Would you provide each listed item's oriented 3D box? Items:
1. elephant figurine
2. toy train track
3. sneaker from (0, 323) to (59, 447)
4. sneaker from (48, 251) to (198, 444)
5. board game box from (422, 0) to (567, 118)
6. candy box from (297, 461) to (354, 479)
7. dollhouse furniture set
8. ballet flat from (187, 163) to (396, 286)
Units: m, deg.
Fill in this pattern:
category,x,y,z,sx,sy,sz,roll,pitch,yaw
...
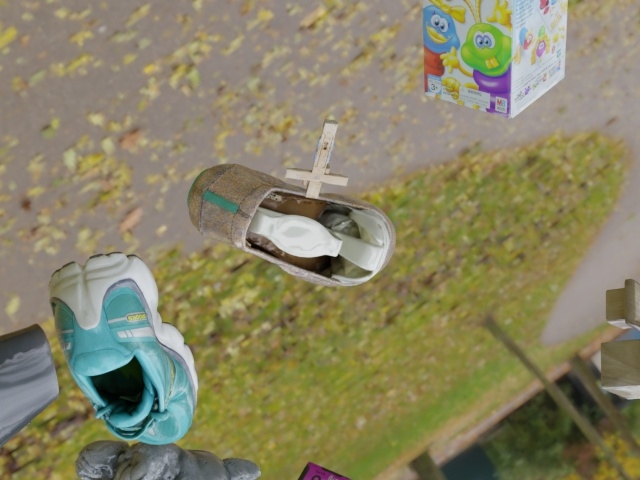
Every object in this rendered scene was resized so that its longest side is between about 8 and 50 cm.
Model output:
category,x,y,z,sx,sy,sz,roll,pitch,yaw
elephant figurine,-0.174,0.325,1.119,0.186,0.239,0.169,-9,155,16
toy train track,0.001,-0.064,0.869,0.048,0.014,0.083,8,141,-7
sneaker,-0.268,0.153,0.876,0.118,0.083,0.222,-19,153,-35
sneaker,-0.166,0.119,0.959,0.107,0.110,0.275,-14,149,0
board game box,0.226,-0.323,1.480,0.144,0.142,0.275,-37,135,-39
candy box,0.002,0.387,1.300,0.233,0.159,0.071,-57,153,-30
dollhouse furniture set,0.283,0.030,0.837,0.101,0.181,0.161,-11,158,38
ballet flat,0.000,0.000,1.200,0.316,0.106,0.107,12,98,-46
